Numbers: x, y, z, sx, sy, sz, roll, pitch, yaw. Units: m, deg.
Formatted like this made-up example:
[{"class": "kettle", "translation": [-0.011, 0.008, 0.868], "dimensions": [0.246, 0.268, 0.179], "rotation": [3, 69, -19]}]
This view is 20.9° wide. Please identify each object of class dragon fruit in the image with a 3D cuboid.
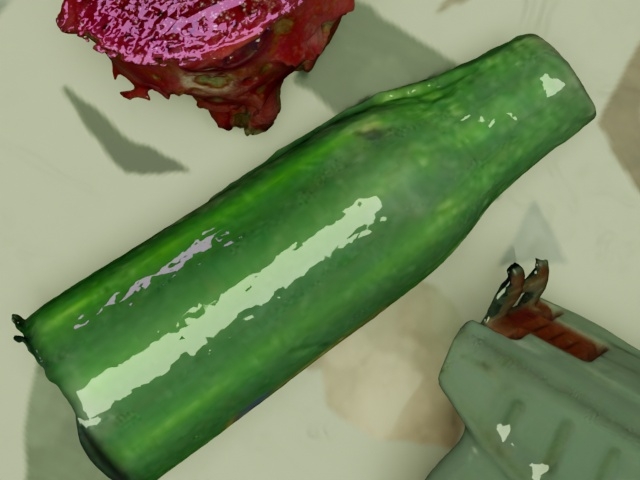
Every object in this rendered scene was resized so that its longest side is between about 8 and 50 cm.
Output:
[{"class": "dragon fruit", "translation": [-0.037, -0.115, 0.837], "dimensions": [0.153, 0.111, 0.153], "rotation": [-9, 56, 13]}]

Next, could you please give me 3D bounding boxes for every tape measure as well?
[{"class": "tape measure", "translation": [0.152, 0.167, 0.814], "dimensions": [0.243, 0.125, 0.246], "rotation": [30, 113, 22]}]

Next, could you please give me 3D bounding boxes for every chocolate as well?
[{"class": "chocolate", "translation": [0.000, 0.000, 0.839], "dimensions": [0.291, 0.110, 0.110], "rotation": [-34, 94, -2]}]
